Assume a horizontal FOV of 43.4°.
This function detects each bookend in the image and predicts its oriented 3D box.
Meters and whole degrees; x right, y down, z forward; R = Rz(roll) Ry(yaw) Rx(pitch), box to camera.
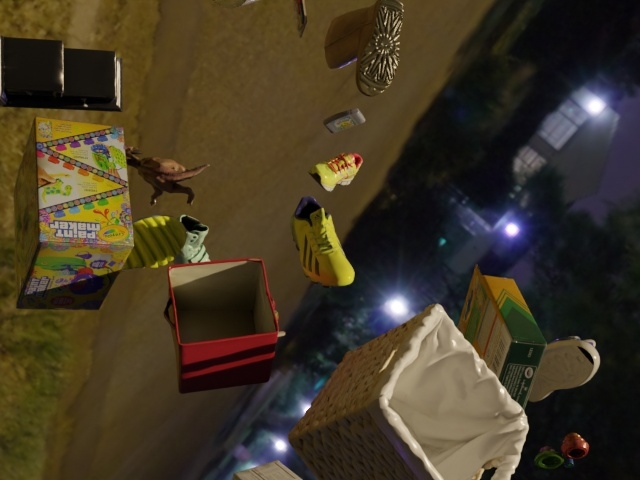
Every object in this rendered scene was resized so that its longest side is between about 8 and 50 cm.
[{"bbox_3d":[-0.315,-0.200,0.983,0.156,0.157,0.073,-164,-106,-70],"label":"bookend"}]

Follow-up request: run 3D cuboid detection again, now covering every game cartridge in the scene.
[{"bbox_3d":[0.050,-0.260,1.746,0.083,0.017,0.056,-18,154,17],"label":"game cartridge"}]

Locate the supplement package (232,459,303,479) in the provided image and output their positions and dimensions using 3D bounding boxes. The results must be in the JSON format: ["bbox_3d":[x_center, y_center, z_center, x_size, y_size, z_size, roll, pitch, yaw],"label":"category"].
[{"bbox_3d":[-0.118,0.718,1.975,0.145,0.204,0.262,-4,109,-42],"label":"supplement package"}]

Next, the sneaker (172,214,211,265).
[{"bbox_3d":[-0.359,0.033,2.364,0.151,0.256,0.094,-28,-151,36],"label":"sneaker"}]

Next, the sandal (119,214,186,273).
[{"bbox_3d":[-0.465,0.025,1.869,0.317,0.126,0.138,-24,-162,-24],"label":"sandal"}]

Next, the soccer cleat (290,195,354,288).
[{"bbox_3d":[-0.001,0.000,1.718,0.289,0.093,0.121,-122,-146,-57],"label":"soccer cleat"}]

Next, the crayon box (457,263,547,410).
[{"bbox_3d":[0.392,0.218,1.782,0.323,0.083,0.203,-97,-165,-62],"label":"crayon box"}]

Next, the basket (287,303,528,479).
[{"bbox_3d":[0.175,0.365,1.532,0.266,0.331,0.328,-33,-172,38],"label":"basket"}]

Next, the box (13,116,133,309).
[{"bbox_3d":[-0.510,-0.044,1.625,0.176,0.279,0.290,4,150,-28],"label":"box"}]

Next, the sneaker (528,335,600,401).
[{"bbox_3d":[0.673,0.299,2.136,0.236,0.130,0.323,-30,166,-32],"label":"sneaker"}]

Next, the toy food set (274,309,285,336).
[{"bbox_3d":[-0.180,0.192,2.267,0.128,0.218,0.071,-2,118,-30],"label":"toy food set"}]

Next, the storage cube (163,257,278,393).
[{"bbox_3d":[-0.200,0.168,1.589,0.214,0.184,0.193,-6,143,-14],"label":"storage cube"}]

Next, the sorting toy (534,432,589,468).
[{"bbox_3d":[0.437,0.379,1.458,0.101,0.061,0.042,-27,-145,24],"label":"sorting toy"}]

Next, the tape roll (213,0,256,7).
[{"bbox_3d":[-0.165,-0.591,1.515,0.100,0.286,0.286,-28,165,-29],"label":"tape roll"}]

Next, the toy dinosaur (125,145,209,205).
[{"bbox_3d":[-0.447,-0.187,2.159,0.200,0.295,0.127,36,67,-47],"label":"toy dinosaur"}]

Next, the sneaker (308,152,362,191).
[{"bbox_3d":[0.043,-0.191,2.089,0.094,0.081,0.208,-46,171,27],"label":"sneaker"}]

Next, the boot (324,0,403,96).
[{"bbox_3d":[0.086,-0.427,1.842,0.269,0.089,0.236,4,-104,65],"label":"boot"}]

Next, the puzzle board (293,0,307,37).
[{"bbox_3d":[-0.052,-0.563,1.926,0.011,0.128,0.096,-5,171,-11],"label":"puzzle board"}]
